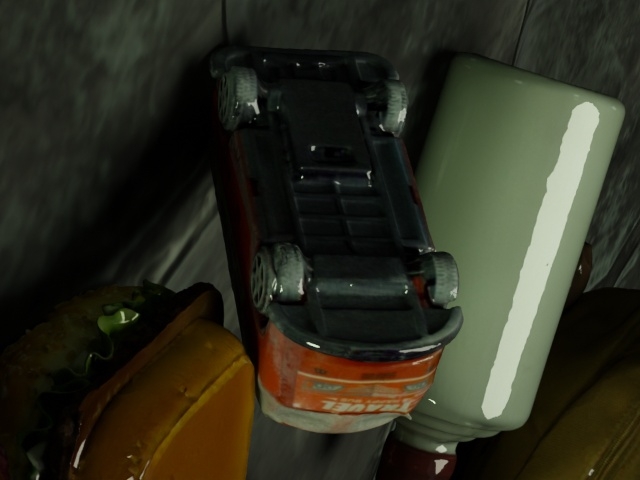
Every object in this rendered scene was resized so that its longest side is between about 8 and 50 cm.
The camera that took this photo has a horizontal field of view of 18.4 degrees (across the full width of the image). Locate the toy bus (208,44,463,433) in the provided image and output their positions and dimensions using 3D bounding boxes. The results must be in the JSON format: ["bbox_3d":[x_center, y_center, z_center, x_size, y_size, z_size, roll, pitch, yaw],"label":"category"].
[{"bbox_3d":[0.000,0.000,0.766,0.174,0.079,0.077,-103,-158,-44],"label":"toy bus"}]

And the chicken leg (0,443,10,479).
[{"bbox_3d":[-0.167,0.226,0.504,0.096,0.158,0.407,101,-3,-68],"label":"chicken leg"}]

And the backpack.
[{"bbox_3d":[0.179,0.195,1.363,0.378,0.201,0.354,-33,140,-64],"label":"backpack"}]

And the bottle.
[{"bbox_3d":[0.084,0.025,1.090,0.104,0.104,0.245,0,108,-70],"label":"bottle"}]

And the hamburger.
[{"bbox_3d":[-0.082,0.094,0.723,0.137,0.087,0.166,-43,148,-55],"label":"hamburger"}]
